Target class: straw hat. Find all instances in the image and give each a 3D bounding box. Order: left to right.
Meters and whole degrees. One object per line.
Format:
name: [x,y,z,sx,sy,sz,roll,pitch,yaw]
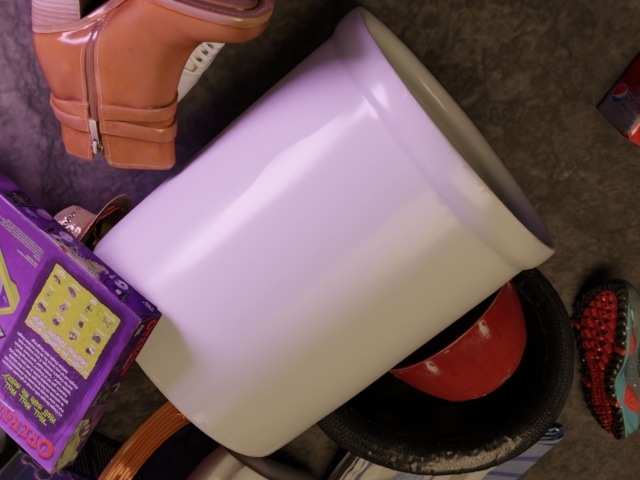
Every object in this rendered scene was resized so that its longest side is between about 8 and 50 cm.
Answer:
straw hat: [-0.271,-0.003,1.605,0.061,0.144,0.144,30,116,9]

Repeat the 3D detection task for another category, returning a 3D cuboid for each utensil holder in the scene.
utensil holder: [0.000,0.000,1.543,0.385,0.327,0.327,-40,126,13]

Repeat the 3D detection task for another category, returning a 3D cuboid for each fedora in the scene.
fedora: [0.134,0.144,1.760,0.334,0.334,0.152,-19,163,-5]

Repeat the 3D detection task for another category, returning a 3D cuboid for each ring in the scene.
ring: [-0.175,0.305,1.755,0.336,0.032,0.336,-42,152,-28]

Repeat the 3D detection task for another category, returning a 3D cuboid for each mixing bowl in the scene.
mixing bowl: [0.161,0.113,1.616,0.181,0.181,0.098,-37,107,9]

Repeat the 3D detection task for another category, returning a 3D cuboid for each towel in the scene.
towel: [0.161,0.296,1.931,0.285,0.034,0.209,3,146,-23]

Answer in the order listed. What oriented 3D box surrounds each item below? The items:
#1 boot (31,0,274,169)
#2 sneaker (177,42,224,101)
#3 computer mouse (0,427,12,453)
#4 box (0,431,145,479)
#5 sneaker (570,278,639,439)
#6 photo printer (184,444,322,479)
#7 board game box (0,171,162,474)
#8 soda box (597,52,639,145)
boot: [-0.165,-0.164,1.428,0.283,0.109,0.220,10,121,23]
sneaker: [-0.127,-0.223,1.486,0.090,0.095,0.235,18,117,-30]
computer mouse: [-0.371,0.130,1.635,0.188,0.072,0.272,27,121,17]
box: [-0.337,0.306,1.771,0.207,0.108,0.153,30,110,-33]
sneaker: [0.413,0.139,1.934,0.125,0.104,0.262,-29,134,-20]
photo printer: [-0.116,0.383,1.788,0.256,0.107,0.307,-56,155,-3]
board game box: [-0.340,0.049,1.480,0.208,0.347,0.056,-56,163,18]
soda box: [0.468,-0.126,1.759,0.263,0.083,0.092,24,113,-31]
